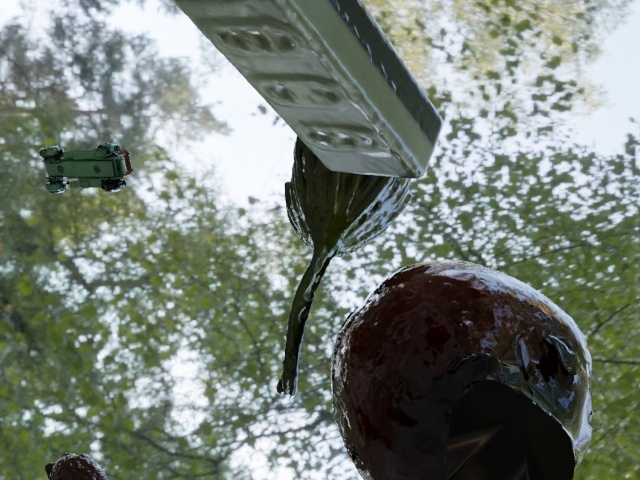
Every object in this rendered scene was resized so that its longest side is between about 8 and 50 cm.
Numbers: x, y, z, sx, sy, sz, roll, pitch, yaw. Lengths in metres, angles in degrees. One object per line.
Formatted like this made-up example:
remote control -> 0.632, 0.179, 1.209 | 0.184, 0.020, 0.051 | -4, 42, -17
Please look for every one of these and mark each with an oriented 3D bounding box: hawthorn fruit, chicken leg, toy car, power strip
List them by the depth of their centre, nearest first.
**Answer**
power strip -> 0.002, -0.131, 0.640 | 0.105, 0.257, 0.070 | 11, -109, 37
hawthorn fruit -> 0.150, 0.160, 0.885 | 0.316, 0.316, 0.315 | 7, -80, 41
chicken leg -> -0.255, 0.274, 0.890 | 0.219, 0.048, 0.089 | 25, -60, 46
toy car -> -0.352, -0.109, 1.241 | 0.143, 0.054, 0.073 | 0, -71, 23

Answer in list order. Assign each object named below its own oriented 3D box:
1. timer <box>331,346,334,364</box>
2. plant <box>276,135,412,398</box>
timer -> 0.115, 0.218, 1.400 | 0.255, 0.176, 0.175 | -166, -107, -68
plant -> 0.034, 0.007, 1.080 | 0.251, 0.180, 0.333 | 88, 3, -53
